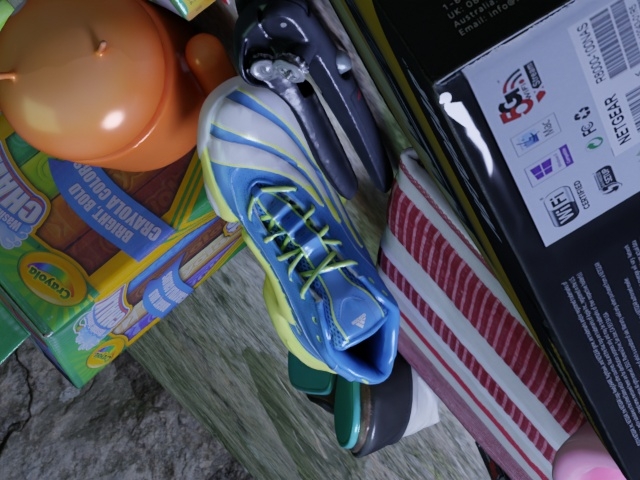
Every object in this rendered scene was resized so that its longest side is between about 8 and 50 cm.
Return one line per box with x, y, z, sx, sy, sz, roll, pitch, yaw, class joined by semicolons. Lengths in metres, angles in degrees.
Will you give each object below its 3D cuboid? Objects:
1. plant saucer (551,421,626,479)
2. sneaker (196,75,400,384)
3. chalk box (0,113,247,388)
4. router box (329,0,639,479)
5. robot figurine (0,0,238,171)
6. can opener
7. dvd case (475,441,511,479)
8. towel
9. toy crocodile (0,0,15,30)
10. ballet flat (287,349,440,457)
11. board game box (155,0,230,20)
0.266;0.204;0.916;0.332;0.084;0.332;45;164;16;plant saucer
0.000;0.000;1.201;0.126;0.091;0.240;35;155;53;sneaker
-0.210;-0.007;1.480;0.180;0.289;0.179;46;168;14;chalk box
0.056;-0.075;0.604;0.243;0.081;0.309;61;-177;34;router box
-0.148;-0.115;1.245;0.158;0.128;0.219;32;-173;14;robot figurine
0.002;-0.089;1.075;0.059;0.073;0.186;-8;137;28;can opener
0.160;0.200;1.363;0.087;0.013;0.119;45;-174;-13;dvd case
0.123;0.077;1.175;0.237;0.037;0.329;48;166;13;towel
-0.380;-0.268;1.438;0.340;0.115;0.105;45;166;19;toy crocodile
0.044;0.108;1.422;0.280;0.096;0.095;-141;56;-76;ballet flat
-0.160;-0.235;1.224;0.259;0.039;0.124;31;160;48;board game box
